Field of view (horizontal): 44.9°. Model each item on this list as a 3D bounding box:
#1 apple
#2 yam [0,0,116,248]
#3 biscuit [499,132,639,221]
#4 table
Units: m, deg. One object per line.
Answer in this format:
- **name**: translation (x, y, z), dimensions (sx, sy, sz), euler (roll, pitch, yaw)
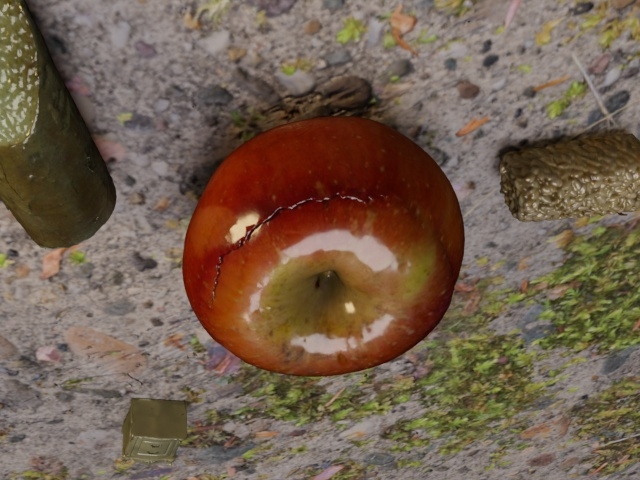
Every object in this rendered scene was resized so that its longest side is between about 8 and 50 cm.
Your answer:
- **apple**: translation (0.000, 0.000, 0.759), dimensions (0.272, 0.206, 0.251), euler (-33, 124, 17)
- **yam**: translation (-0.255, -0.106, 0.655), dimensions (0.106, 0.106, 0.259), euler (-14, 139, 1)
- **biscuit**: translation (0.278, -0.068, 0.842), dimensions (0.168, 0.082, 0.070), euler (-6, 135, -7)
- **table**: translation (-0.237, 0.273, 1.093), dimensions (0.079, 0.062, 0.083), euler (10, 134, -23)
